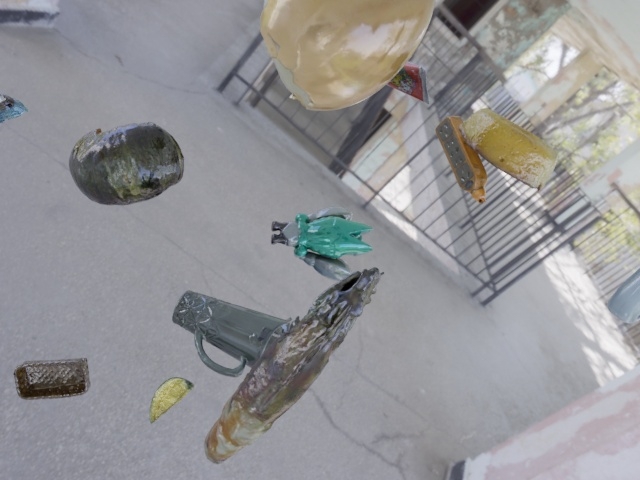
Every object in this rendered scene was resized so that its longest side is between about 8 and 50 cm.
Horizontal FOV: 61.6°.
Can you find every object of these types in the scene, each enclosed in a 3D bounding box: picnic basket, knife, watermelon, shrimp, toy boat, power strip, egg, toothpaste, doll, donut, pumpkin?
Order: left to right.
[{"bbox_3d":[-0.630,-0.251,1.026,0.061,0.137,0.060,65,22,-70],"label":"toy boat"},{"bbox_3d":[-0.729,0.374,1.471,0.193,0.110,0.055,-3,13,-3],"label":"picnic basket"},{"bbox_3d":[-0.312,-0.112,0.823,0.107,0.183,0.119,-49,131,-58],"label":"pumpkin"},{"bbox_3d":[-0.439,0.473,1.626,0.075,0.181,0.092,33,18,-44],"label":"watermelon"},{"bbox_3d":[-0.038,0.158,0.735,0.071,0.365,0.233,40,16,2],"label":"shrimp"},{"bbox_3d":[0.008,-0.019,1.406,0.258,0.195,0.153,31,-11,-5],"label":"doll"},{"bbox_3d":[0.035,-0.289,0.698,0.201,0.244,0.201,54,16,-23],"label":"egg"},{"bbox_3d":[0.139,-0.359,1.122,0.234,0.057,0.089,37,-17,36],"label":"toothpaste"},{"bbox_3d":[0.254,-0.144,0.954,0.028,0.049,0.178,-6,68,-33],"label":"power strip"},{"bbox_3d":[0.317,-0.158,0.889,0.178,0.065,0.162,12,35,-35],"label":"donut"},{"bbox_3d":[0.484,-0.029,0.672,0.080,0.331,0.044,7,31,-45],"label":"knife"}]

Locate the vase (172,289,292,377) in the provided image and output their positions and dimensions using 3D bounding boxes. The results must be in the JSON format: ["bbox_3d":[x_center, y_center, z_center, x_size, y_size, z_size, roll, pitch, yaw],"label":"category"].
[{"bbox_3d":[-0.257,0.246,1.474,0.301,0.156,0.251,23,44,8],"label":"vase"}]
